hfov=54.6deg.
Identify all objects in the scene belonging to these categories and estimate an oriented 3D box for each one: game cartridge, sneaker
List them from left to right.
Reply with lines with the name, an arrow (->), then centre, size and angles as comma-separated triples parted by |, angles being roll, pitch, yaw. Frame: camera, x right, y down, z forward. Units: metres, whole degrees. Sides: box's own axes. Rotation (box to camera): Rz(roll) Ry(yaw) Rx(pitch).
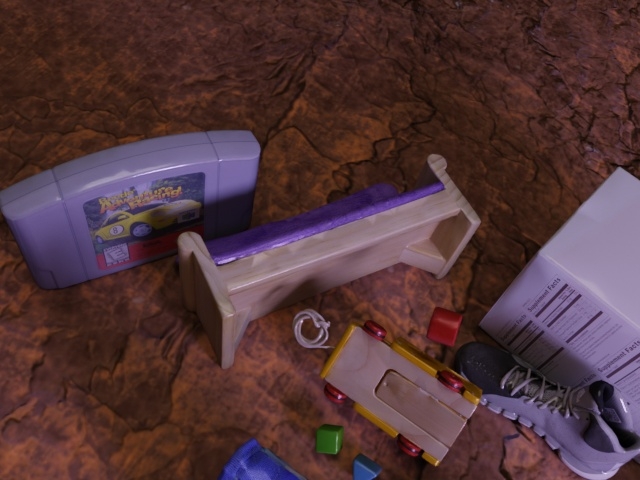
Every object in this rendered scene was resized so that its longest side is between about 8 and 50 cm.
game cartridge -> -0.216, -0.041, 0.755 | 0.294, 0.196, 0.060 | -18, 60, -20
sneaker -> 0.276, 0.177, 0.732 | 0.229, 0.132, 0.086 | 36, 58, 14

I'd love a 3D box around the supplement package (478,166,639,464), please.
supplement package -> 0.385, 0.093, 0.767 | 0.263, 0.198, 0.199 | 42, 60, 17

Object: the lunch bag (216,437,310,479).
lunch bag -> 0.004, 0.284, 0.514 | 0.221, 0.293, 0.138 | 36, 58, 14

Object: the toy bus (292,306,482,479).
toy bus -> 0.086, 0.163, 0.724 | 0.191, 0.104, 0.202 | -13, 83, 15

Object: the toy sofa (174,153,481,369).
toy sofa -> 0.000, 0.000, 0.793 | 0.363, 0.150, 0.177 | -19, 63, -21
